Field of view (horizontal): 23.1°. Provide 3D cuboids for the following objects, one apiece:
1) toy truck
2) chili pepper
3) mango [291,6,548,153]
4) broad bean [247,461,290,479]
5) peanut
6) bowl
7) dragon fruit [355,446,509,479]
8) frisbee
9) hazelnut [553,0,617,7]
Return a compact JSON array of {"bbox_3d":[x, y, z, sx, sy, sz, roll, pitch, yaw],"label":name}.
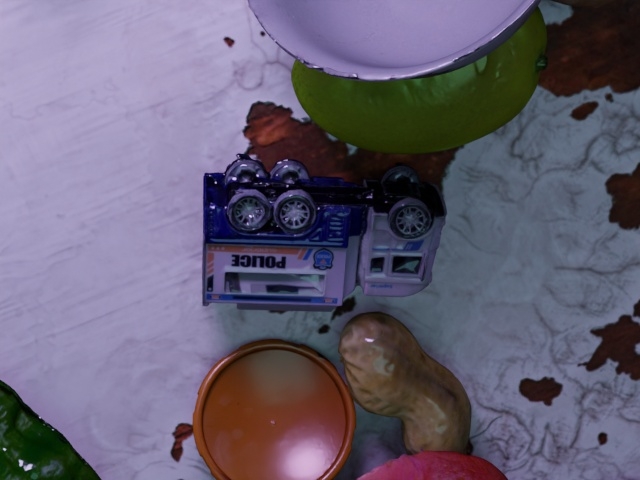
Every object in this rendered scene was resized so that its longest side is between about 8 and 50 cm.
[{"bbox_3d":[0.000,0.000,1.752,0.268,0.124,0.155,3,114,-5],"label":"toy truck"},{"bbox_3d":[-0.356,0.319,1.787,0.385,0.213,0.167,49,139,-13],"label":"chili pepper"},{"bbox_3d":[0.115,-0.185,1.692,0.273,0.149,0.185,-28,105,10],"label":"mango"},{"bbox_3d":[-0.071,0.344,1.870,0.124,0.082,0.174,7,105,-10],"label":"broad bean"},{"bbox_3d":[0.104,0.178,1.832,0.103,0.098,0.229,-27,112,42],"label":"peanut"},{"bbox_3d":[0.103,-0.283,1.546,0.345,0.157,0.345,-7,68,18],"label":"bowl"},{"bbox_3d":[0.126,0.388,1.791,0.291,0.189,0.290,-6,122,-10],"label":"dragon fruit"},{"bbox_3d":[-0.054,0.212,1.831,0.192,0.035,0.192,2,78,-7],"label":"frisbee"},{"bbox_3d":[0.280,-0.348,1.645,0.214,0.176,0.214,7,78,-35],"label":"hazelnut"}]
